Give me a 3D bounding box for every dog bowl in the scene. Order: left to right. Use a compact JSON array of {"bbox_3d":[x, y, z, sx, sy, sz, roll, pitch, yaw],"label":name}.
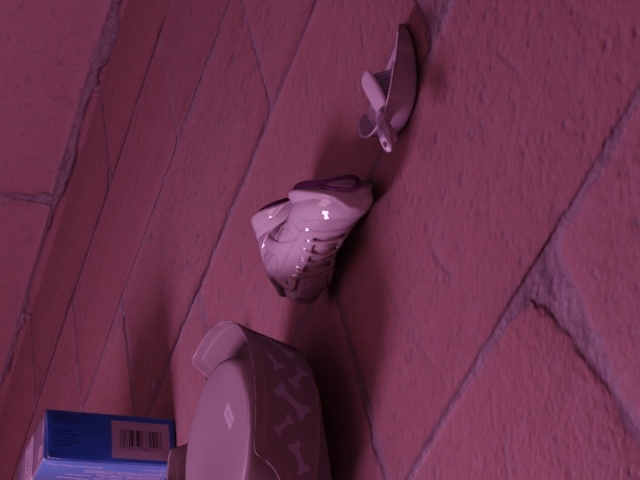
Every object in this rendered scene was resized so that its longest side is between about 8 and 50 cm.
[{"bbox_3d":[-0.104,0.285,1.760,0.349,0.102,0.349,-170,90,-67],"label":"dog bowl"}]

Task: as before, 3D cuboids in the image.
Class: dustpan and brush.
[{"bbox_3d":[0.082,-0.168,1.648,0.211,0.060,0.147,-110,35,-50],"label":"dustpan and brush"}]

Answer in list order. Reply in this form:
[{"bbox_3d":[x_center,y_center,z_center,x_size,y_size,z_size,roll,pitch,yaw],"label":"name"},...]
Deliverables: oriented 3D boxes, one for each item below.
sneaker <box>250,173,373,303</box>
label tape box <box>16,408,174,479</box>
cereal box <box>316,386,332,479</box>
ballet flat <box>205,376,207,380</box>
[{"bbox_3d":[0.000,0.000,1.765,0.305,0.114,0.152,149,112,-68],"label":"sneaker"},{"bbox_3d":[-0.433,0.441,2.451,0.334,0.240,0.106,125,146,-47],"label":"label tape box"},{"bbox_3d":[-0.039,0.338,1.777,0.173,0.047,0.240,121,149,-43],"label":"cereal box"},{"bbox_3d":[-0.158,0.268,2.080,0.057,0.049,0.173,6,90,47],"label":"ballet flat"}]
